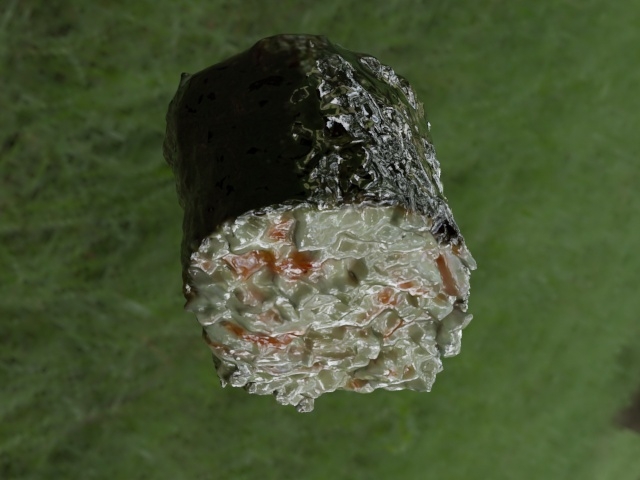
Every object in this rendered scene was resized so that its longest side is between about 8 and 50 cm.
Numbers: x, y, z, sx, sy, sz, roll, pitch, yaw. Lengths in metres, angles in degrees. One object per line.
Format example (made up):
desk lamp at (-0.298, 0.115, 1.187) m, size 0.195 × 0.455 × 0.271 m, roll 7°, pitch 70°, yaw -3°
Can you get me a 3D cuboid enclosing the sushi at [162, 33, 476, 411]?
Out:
sushi at (0.000, 0.000, 0.534) m, size 0.150 × 0.090 × 0.078 m, roll 80°, pitch 3°, yaw -64°
